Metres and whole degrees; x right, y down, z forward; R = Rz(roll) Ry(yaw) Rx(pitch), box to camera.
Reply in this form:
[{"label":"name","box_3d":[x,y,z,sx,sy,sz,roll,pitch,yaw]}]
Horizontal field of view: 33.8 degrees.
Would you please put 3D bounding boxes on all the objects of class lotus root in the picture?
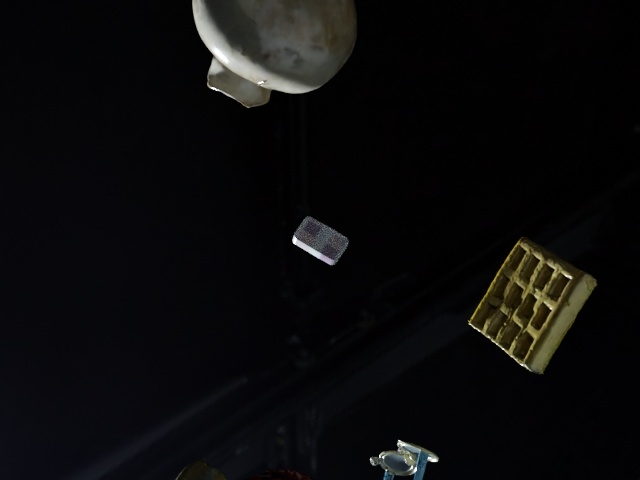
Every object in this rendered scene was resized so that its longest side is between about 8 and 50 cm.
[{"label":"lotus root","box_3d":[-0.257,0.534,2.138,0.088,0.113,0.192,-48,9,38]}]

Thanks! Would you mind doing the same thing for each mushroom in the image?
[{"label":"mushroom","box_3d":[-0.099,-0.368,1.781,0.297,0.297,0.290,-11,-20,-42]}]

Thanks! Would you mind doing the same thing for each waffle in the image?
[{"label":"waffle","box_3d":[0.424,0.125,2.130,0.055,0.248,0.221,26,-83,-28]}]

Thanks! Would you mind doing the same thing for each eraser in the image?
[{"label":"eraser","box_3d":[0.000,0.000,2.175,0.065,0.105,0.026,-54,-9,-29]}]

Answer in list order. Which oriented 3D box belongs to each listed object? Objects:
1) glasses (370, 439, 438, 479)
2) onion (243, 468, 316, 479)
[{"label":"glasses","box_3d":[0.170,0.498,1.991,0.088,0.220,0.189,4,-24,-18]},{"label":"onion","box_3d":[-0.081,0.546,1.864,0.276,0.276,0.276,-27,-46,-31]}]
